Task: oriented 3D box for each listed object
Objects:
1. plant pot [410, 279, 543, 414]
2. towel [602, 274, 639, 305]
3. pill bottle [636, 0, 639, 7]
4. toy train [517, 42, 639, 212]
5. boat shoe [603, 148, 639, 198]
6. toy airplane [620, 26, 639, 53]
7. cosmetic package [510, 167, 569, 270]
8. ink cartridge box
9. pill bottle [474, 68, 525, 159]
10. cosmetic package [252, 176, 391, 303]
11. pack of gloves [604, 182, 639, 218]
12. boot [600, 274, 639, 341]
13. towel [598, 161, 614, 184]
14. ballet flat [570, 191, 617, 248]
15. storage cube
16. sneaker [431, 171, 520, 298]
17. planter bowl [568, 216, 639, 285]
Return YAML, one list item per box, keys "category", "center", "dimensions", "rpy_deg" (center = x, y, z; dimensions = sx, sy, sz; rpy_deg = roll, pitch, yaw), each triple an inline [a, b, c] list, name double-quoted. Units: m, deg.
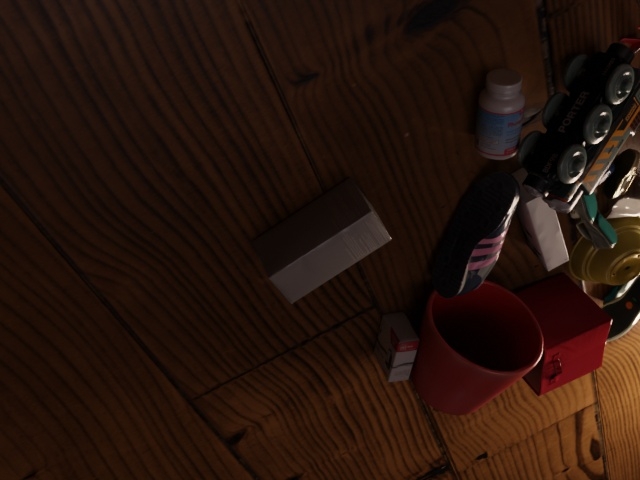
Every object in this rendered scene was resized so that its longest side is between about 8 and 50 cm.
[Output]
- category: "plant pot"
  center: [0.339, 0.262, 1.777]
  dimensions: [0.275, 0.275, 0.243]
  rpy_deg: [-3, 138, -22]
- category: "towel"
  center: [0.932, 0.056, 2.002]
  dimensions: [0.271, 0.040, 0.370]
  rpy_deg: [13, 121, -32]
- category: "pill bottle"
  center: [0.732, -0.493, 1.354]
  dimensions: [0.323, 0.181, 0.181]
  rpy_deg: [-12, 131, -14]
- category: "toy train"
  center: [0.519, -0.211, 1.488]
  dimensions: [0.190, 0.142, 0.334]
  rpy_deg: [32, 89, -43]
- category: "boat shoe"
  center: [0.681, -0.152, 1.713]
  dimensions: [0.045, 0.050, 0.135]
  rpy_deg: [-9, 141, -21]
- category: "toy airplane"
  center: [0.643, -0.389, 1.463]
  dimensions: [0.151, 0.028, 0.151]
  rpy_deg: [0, 168, 0]
- category: "cosmetic package"
  center: [0.475, -0.044, 1.675]
  dimensions: [0.060, 0.099, 0.239]
  rpy_deg: [-31, 133, 2]
- category: "ink cartridge box"
  center: [0.176, 0.250, 1.788]
  dimensions: [0.056, 0.099, 0.135]
  rpy_deg: [-6, 129, -20]
- category: "pill bottle"
  center: [0.343, -0.241, 1.459]
  dimensions: [0.087, 0.087, 0.160]
  rpy_deg: [-15, 133, -12]
- category: "cosmetic package"
  center: [0.000, 0.000, 1.485]
  dimensions: [0.238, 0.127, 0.107]
  rpy_deg: [-34, 133, 8]
- category: "pack of gloves"
  center: [0.803, -0.099, 1.753]
  dimensions: [0.232, 0.046, 0.195]
  rpy_deg: [-4, 148, -19]
- category: "boot"
  center: [0.817, 0.167, 1.965]
  dimensions: [0.176, 0.088, 0.244]
  rpy_deg: [-4, 140, -42]
- category: "towel"
  center: [0.600, -0.169, 1.673]
  dimensions: [0.067, 0.029, 0.119]
  rpy_deg: [-42, 132, 12]
- category: "ballet flat"
  center: [0.607, -0.054, 1.745]
  dimensions: [0.068, 0.072, 0.213]
  rpy_deg: [-11, 132, 41]
- category: "storage cube"
  center: [0.565, 0.228, 1.870]
  dimensions: [0.193, 0.215, 0.183]
  rpy_deg: [-21, 133, -14]
- category: "sneaker"
  center: [0.354, -0.017, 1.658]
  dimensions: [0.131, 0.112, 0.319]
  rpy_deg: [-8, 135, -40]
- category: "planter bowl"
  center: [0.724, 0.043, 1.864]
  dimensions: [0.217, 0.090, 0.217]
  rpy_deg: [-12, 131, -14]
